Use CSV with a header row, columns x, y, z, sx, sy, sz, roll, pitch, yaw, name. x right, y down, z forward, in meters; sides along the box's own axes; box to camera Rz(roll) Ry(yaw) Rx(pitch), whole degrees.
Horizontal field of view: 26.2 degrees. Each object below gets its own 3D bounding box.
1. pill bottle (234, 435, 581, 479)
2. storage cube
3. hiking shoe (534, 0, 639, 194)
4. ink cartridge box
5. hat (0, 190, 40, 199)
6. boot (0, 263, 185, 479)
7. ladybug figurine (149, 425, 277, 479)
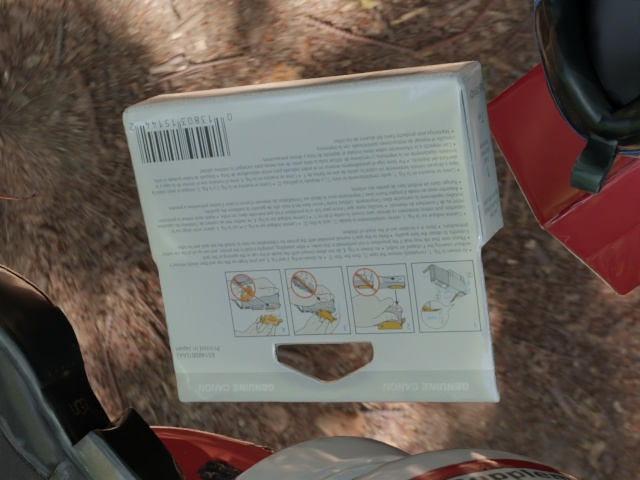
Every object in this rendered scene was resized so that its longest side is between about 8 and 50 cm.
x,y,z,sx,sy,sz,roll,pitch,yaw,name
0.092,0.216,0.525,0.229,0.408,0.229,-6,103,-27,pill bottle
0.315,-0.095,1.440,0.193,0.215,0.184,-38,137,18,storage cube
0.141,-0.171,0.484,0.113,0.132,0.304,7,102,15,hiking shoe
0.000,0.000,1.125,0.296,0.066,0.261,-3,105,25,ink cartridge box
-0.466,-0.065,1.515,0.173,0.183,0.208,-40,93,11,hat
-0.236,0.159,0.902,0.229,0.091,0.263,-44,77,13,boot
-0.073,0.301,1.301,0.449,0.305,0.161,19,113,13,ladybug figurine
